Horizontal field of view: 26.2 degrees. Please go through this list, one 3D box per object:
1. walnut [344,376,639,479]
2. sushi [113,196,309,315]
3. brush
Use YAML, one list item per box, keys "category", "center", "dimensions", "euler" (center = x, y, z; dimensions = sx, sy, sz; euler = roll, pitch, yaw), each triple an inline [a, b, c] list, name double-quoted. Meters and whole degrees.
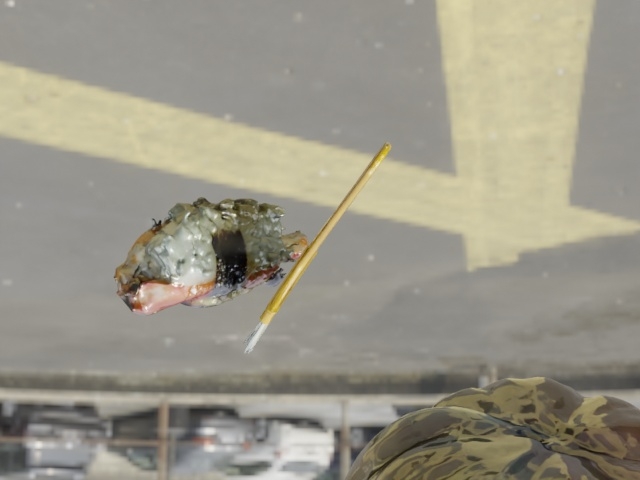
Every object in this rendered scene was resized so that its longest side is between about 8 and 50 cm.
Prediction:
- category: "walnut"
  center: [0.119, 0.205, 0.781]
  dimensions: [0.248, 0.248, 0.248]
  euler: [0, 164, 0]
- category: "sushi"
  center: [-0.104, 0.006, 1.356]
  dimensions: [0.226, 0.097, 0.103]
  euler: [-11, 151, -42]
- category: "brush"
  center: [0.000, 0.000, 1.263]
  dimensions: [0.013, 0.103, 0.272]
  euler: [34, 135, -1]
